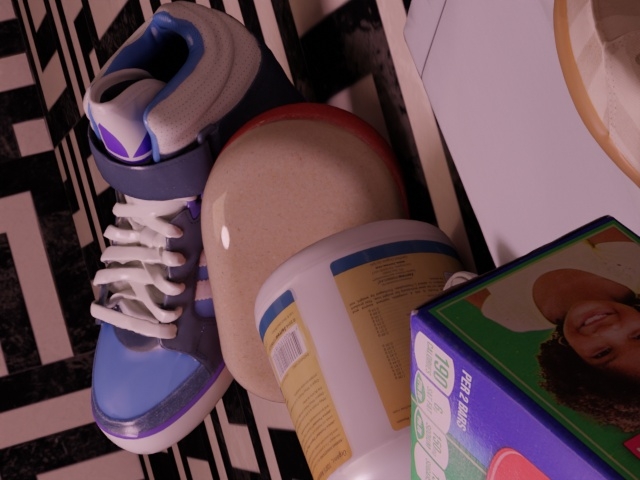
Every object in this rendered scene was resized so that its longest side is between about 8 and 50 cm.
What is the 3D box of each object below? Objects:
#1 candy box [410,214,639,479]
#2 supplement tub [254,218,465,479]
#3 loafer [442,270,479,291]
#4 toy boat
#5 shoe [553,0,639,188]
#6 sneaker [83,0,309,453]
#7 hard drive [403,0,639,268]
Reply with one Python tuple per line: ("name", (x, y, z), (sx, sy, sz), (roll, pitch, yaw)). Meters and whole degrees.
("candy box", (0.174, 0.186, 0.791), (0.317, 0.122, 0.268), (39, 145, 39))
("supplement tub", (0.052, 0.102, 1.264), (0.144, 0.144, 0.199), (103, 149, -62))
("loafer", (0.108, 0.056, 1.048), (0.045, 0.039, 0.125), (-64, 34, 18))
("toy boat", (0.000, 0.000, 1.435), (0.151, 0.151, 0.231), (-74, -19, -56))
("shoe", (0.171, -0.035, 0.833), (0.058, 0.076, 0.219), (-40, 72, 53))
("sneaker", (-0.132, -0.021, 1.454), (0.130, 0.322, 0.236), (19, 168, 35))
("hard drive", (0.137, -0.017, 1.012), (0.233, 0.047, 0.353), (106, 145, -65))
